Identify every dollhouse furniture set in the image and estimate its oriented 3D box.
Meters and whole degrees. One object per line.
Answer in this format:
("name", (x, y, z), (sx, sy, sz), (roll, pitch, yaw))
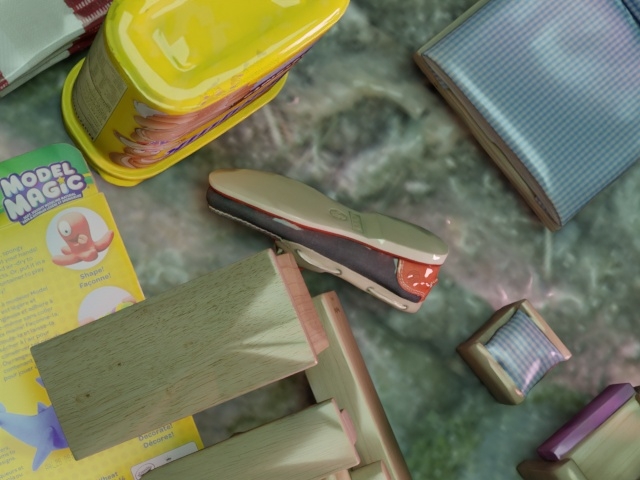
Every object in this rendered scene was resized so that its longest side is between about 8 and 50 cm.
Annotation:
("dollhouse furniture set", (0.175, -0.050, 0.865), (0.286, 0.198, 0.303), (-38, 92, -17))
("dollhouse furniture set", (-0.042, 0.091, 0.834), (0.123, 0.151, 0.144), (-22, 88, 8))

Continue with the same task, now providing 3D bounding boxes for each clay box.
("clay box", (-0.142, 0.073, 0.839), (0.127, 0.053, 0.222), (-21, 87, -18))

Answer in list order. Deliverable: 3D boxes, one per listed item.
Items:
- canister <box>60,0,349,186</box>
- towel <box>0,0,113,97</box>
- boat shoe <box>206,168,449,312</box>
("canister", (-0.060, -0.094, 0.823), (0.126, 0.170, 0.073), (-34, 91, -16))
("towel", (-0.230, -0.171, 0.862), (0.329, 0.037, 0.237), (-36, 90, -18))
("boat shoe", (0.000, 0.000, 0.893), (0.137, 0.049, 0.043), (19, 117, -11))
